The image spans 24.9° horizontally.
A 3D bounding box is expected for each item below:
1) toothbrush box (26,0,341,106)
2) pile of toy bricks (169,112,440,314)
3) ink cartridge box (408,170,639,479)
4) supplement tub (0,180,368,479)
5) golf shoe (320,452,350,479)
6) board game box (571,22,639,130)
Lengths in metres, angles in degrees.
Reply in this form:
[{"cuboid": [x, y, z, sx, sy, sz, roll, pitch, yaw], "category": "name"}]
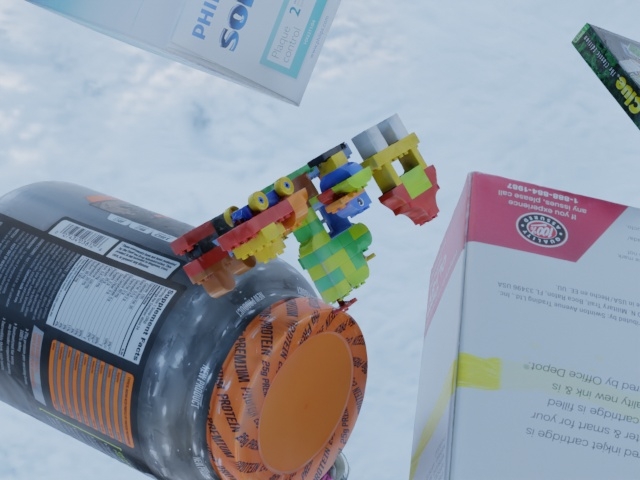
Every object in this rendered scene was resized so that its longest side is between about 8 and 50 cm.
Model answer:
[{"cuboid": [-0.095, -0.247, 1.125, 0.295, 0.126, 0.216, 25, 95, 56], "category": "toothbrush box"}, {"cuboid": [0.000, 0.000, 1.033, 0.118, 0.212, 0.105, -29, 92, 40], "category": "pile of toy bricks"}, {"cuboid": [0.221, 0.159, 1.177, 0.279, 0.384, 0.160, 14, 140, -4], "category": "ink cartridge box"}, {"cuboid": [-0.141, 0.084, 1.222, 0.338, 0.207, 0.207, 20, 98, 34], "category": "supplement tub"}, {"cuboid": [-0.043, 0.213, 1.631, 0.186, 0.086, 0.067, 45, 101, 21], "category": "golf shoe"}, {"cuboid": [0.349, -0.123, 1.347, 0.030, 0.260, 0.136, -52, 51, 26], "category": "board game box"}]
